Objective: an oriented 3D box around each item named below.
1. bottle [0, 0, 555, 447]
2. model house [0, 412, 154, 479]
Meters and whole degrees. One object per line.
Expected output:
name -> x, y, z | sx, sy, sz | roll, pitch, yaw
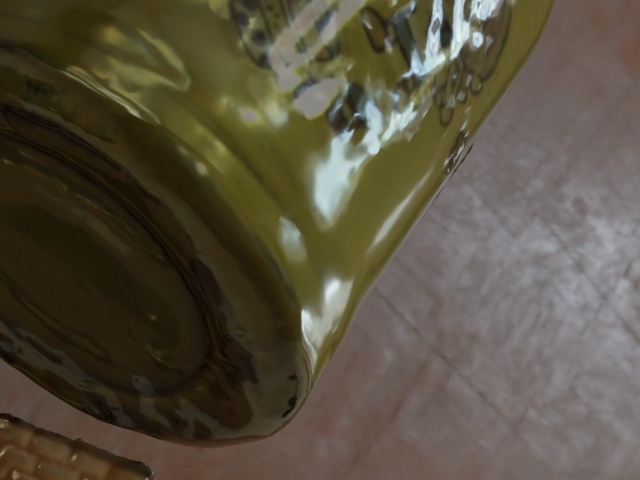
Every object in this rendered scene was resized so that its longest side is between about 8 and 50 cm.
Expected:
bottle -> 0.007, -0.103, 0.556 | 0.351, 0.172, 0.171 | -52, 136, -34
model house -> -0.211, 0.198, 0.825 | 0.167, 0.183, 0.172 | 22, 58, -14
